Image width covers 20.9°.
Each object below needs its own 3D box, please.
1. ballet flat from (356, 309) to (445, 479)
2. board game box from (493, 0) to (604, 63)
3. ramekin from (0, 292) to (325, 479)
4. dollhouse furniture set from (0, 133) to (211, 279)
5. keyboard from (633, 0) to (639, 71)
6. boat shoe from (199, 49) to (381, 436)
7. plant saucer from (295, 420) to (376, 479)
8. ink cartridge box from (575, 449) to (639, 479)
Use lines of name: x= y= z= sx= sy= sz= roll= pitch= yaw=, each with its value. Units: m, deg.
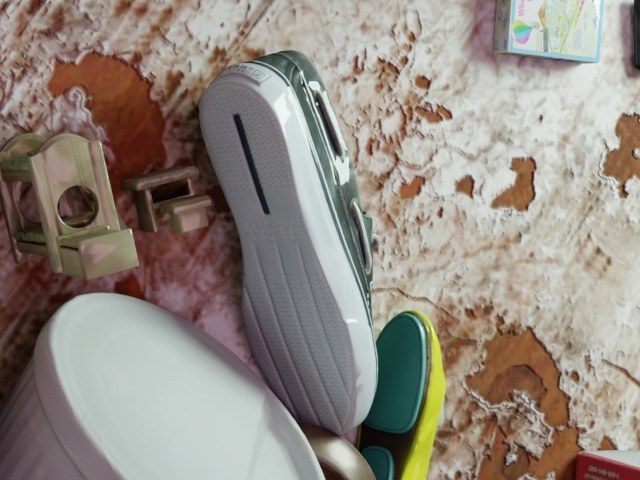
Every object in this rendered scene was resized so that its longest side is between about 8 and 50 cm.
ballet flat: x=0.072 y=0.176 z=1.539 sx=0.077 sy=0.077 sz=0.231 roll=11 pitch=91 yaw=-48
board game box: x=0.214 y=-0.245 z=1.604 sx=0.103 sy=0.026 sz=0.154 roll=4 pitch=91 yaw=-27
ramekin: x=-0.131 y=0.180 z=1.331 sx=0.273 sy=0.273 sz=0.127 roll=32 pitch=113 yaw=-25
dollhouse furniture set: x=-0.147 y=-0.044 z=1.344 sx=0.161 sy=0.182 sz=0.101 roll=-16 pitch=100 yaw=-25
keyboard: x=0.381 y=-0.218 z=1.694 sx=0.180 sy=0.023 sz=0.108 roll=-5 pitch=101 yaw=-27
boat shoe: x=0.000 y=0.000 z=1.457 sx=0.119 sy=0.121 sz=0.335 roll=-34 pitch=120 yaw=-45
plant saucer: x=-0.031 y=0.236 z=1.470 sx=0.168 sy=0.029 sz=0.168 roll=-1 pitch=101 yaw=-4
ink cartridge box: x=0.332 y=0.358 z=1.588 sx=0.131 sy=0.226 sz=0.306 roll=1 pitch=93 yaw=-26
